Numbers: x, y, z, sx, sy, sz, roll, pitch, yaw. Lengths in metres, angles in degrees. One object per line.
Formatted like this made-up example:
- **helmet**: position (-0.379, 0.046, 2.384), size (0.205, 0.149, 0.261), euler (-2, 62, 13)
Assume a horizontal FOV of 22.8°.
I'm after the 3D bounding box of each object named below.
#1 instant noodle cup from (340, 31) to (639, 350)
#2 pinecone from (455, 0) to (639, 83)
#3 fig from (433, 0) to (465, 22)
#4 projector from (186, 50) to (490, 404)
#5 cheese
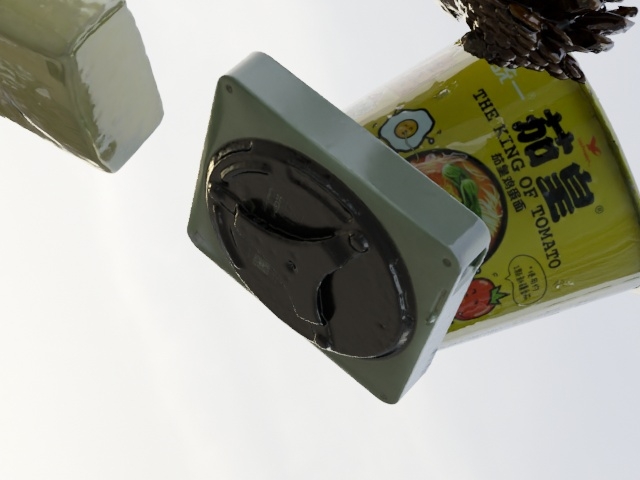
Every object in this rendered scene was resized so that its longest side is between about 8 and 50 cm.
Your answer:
- **instant noodle cup**: position (0.143, -0.043, 1.555), size (0.325, 0.254, 0.326), euler (155, -90, -88)
- **pinecone**: position (0.172, -0.205, 1.199), size (0.173, 0.173, 0.174), euler (33, -43, 37)
- **fig**: position (0.157, -0.341, 1.686), size (0.249, 0.186, 0.204), euler (35, 8, -17)
- **projector**: position (0.000, 0.000, 1.362), size (0.259, 0.079, 0.257), euler (39, -32, 14)
- **cheese**: position (-0.319, -0.213, 1.712), size (0.265, 0.124, 0.242), euler (29, -18, 20)
